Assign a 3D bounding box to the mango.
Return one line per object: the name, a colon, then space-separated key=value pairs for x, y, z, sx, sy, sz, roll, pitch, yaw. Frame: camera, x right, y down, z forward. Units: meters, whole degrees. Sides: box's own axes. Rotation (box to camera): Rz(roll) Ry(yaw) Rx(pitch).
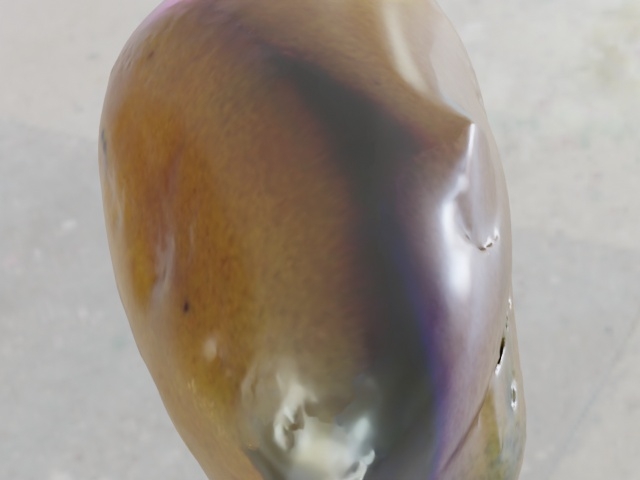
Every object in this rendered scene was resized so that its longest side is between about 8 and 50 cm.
mango: x=0.000 y=0.000 z=0.778 sx=0.153 sy=0.201 sz=0.287 roll=11 pitch=41 yaw=-33
